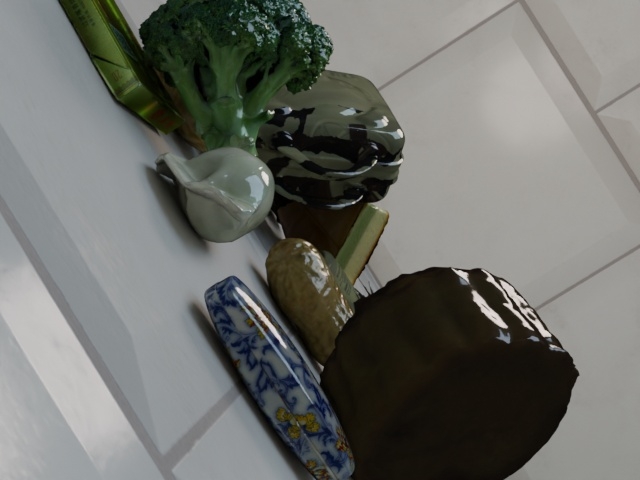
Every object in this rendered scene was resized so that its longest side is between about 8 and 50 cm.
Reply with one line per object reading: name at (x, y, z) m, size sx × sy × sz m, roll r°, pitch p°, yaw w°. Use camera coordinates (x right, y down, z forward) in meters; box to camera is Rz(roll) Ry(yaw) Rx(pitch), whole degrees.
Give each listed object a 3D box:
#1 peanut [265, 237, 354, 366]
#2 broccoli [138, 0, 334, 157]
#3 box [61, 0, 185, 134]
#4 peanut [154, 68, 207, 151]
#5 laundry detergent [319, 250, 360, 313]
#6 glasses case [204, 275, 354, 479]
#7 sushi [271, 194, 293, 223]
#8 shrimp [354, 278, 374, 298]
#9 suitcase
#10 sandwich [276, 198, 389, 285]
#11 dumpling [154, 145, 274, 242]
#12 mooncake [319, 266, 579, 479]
peanut at (-0.010, 0.100, 1.488) m, size 0.226 × 0.095 × 0.108 m, roll 61°, pitch 20°, yaw -8°
broccoli at (-0.116, -0.241, 1.354) m, size 0.270 × 0.269 × 0.270 m, roll 36°, pitch 53°, yaw -76°
box at (-0.303, -0.301, 1.363) m, size 0.311 × 0.043 × 0.173 m, roll 59°, pitch 5°, yaw 14°
peanut at (-0.194, -0.267, 1.581) m, size 0.140 × 0.153 × 0.325 m, roll 28°, pitch 32°, yaw -42°
laundry detergent at (0.045, 0.149, 1.706) m, size 0.253 × 0.091 × 0.181 m, roll 57°, pitch 7°, yaw -11°
glasses case at (-0.043, 0.149, 1.040) m, size 0.248 × 0.065 × 0.087 m, roll 58°, pitch 7°, yaw -7°
sushi at (-0.060, -0.202, 2.060) m, size 0.207 × 0.234 × 0.348 m, roll 53°, pitch 4°, yaw -36°
shrimp at (0.170, 0.225, 2.303) m, size 0.343 × 0.145 × 0.116 m, roll 49°, pitch -40°, yaw 23°
suitcase at (-0.022, -0.189, 1.736) m, size 0.339 × 0.351 × 0.194 m, roll -113°, pitch -146°, yaw -50°
sandwich at (0.000, 0.000, 1.878) m, size 0.186 × 0.220 × 0.108 m, roll 29°, pitch 3°, yaw 38°
dumpling at (-0.136, -0.064, 1.249) m, size 0.151 × 0.124 × 0.229 m, roll 22°, pitch -2°, yaw 3°
mooncake at (0.162, 0.188, 1.301) m, size 0.324 × 0.324 × 0.187 m, roll 53°, pitch 5°, yaw -43°
